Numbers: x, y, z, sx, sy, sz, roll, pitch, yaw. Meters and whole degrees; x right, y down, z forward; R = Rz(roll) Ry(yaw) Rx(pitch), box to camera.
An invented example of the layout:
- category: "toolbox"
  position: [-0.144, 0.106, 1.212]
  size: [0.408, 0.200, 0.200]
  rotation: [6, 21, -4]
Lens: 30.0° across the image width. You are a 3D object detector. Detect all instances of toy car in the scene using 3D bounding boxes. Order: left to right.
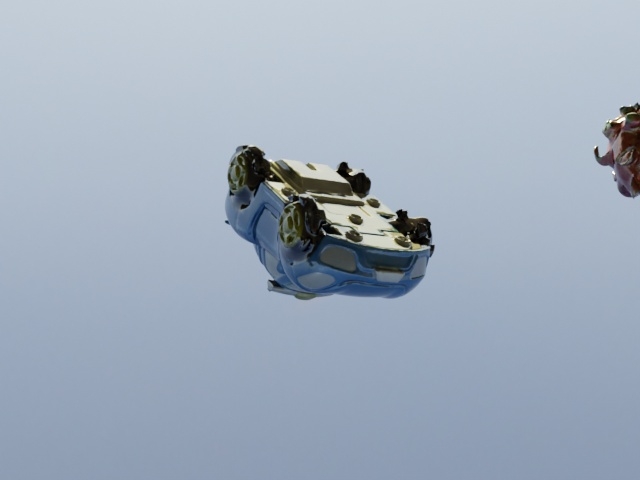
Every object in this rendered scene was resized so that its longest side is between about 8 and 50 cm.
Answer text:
- category: "toy car"
  position: [0.000, 0.000, 1.480]
  size: [0.198, 0.166, 0.314]
  rotation: [5, -158, -32]

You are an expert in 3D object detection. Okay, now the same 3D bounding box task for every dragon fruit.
- category: "dragon fruit"
  position: [0.477, -0.102, 1.654]
  size: [0.137, 0.135, 0.236]
  rotation: [-6, -140, -22]
